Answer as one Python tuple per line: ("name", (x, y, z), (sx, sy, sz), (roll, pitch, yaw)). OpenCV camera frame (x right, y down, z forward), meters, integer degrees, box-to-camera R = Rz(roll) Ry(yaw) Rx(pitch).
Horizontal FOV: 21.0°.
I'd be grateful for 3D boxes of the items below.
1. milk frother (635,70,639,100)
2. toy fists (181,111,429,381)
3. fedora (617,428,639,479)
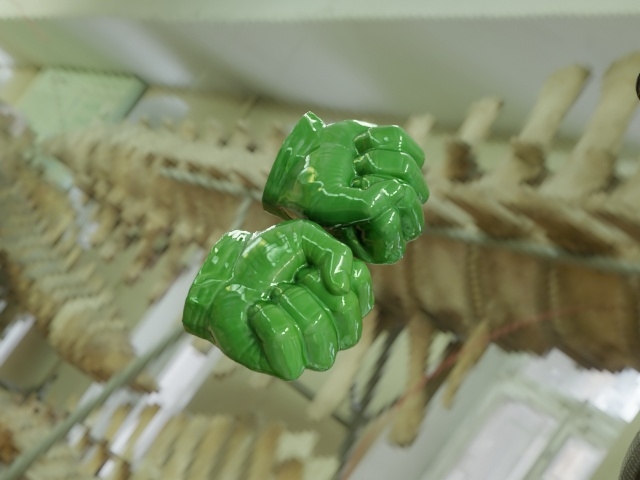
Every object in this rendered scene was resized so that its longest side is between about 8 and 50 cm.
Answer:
("milk frother", (0.380, -0.128, 1.539), (0.129, 0.143, 0.134), (10, 39, -35))
("toy fists", (0.000, 0.000, 1.519), (0.142, 0.279, 0.096), (22, -34, 14))
("fedora", (0.309, 0.186, 1.051), (0.275, 0.124, 0.243), (-25, -101, 56))
